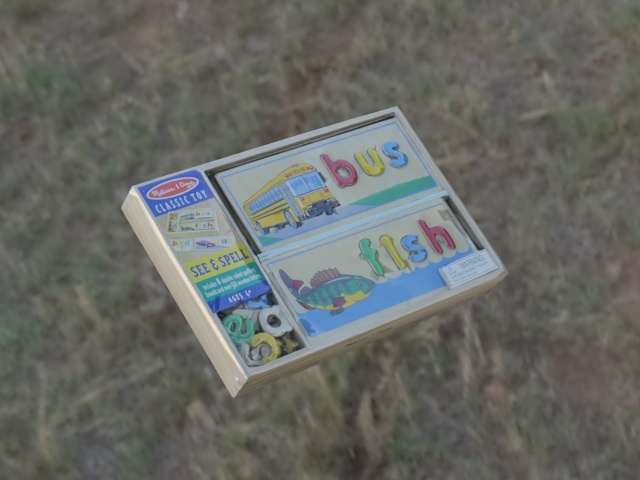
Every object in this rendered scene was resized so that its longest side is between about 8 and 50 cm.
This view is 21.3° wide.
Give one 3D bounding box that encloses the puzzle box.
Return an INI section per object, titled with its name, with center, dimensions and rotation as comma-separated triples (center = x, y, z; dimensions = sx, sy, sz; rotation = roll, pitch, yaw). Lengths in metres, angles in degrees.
[puzzle box]
center = 0.000, 0.000, 2.029
dimensions = 0.409, 0.052, 0.272
rotation = -20, 68, -35
